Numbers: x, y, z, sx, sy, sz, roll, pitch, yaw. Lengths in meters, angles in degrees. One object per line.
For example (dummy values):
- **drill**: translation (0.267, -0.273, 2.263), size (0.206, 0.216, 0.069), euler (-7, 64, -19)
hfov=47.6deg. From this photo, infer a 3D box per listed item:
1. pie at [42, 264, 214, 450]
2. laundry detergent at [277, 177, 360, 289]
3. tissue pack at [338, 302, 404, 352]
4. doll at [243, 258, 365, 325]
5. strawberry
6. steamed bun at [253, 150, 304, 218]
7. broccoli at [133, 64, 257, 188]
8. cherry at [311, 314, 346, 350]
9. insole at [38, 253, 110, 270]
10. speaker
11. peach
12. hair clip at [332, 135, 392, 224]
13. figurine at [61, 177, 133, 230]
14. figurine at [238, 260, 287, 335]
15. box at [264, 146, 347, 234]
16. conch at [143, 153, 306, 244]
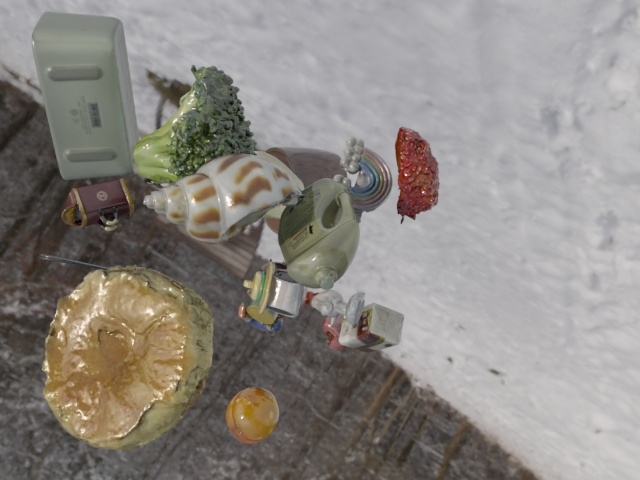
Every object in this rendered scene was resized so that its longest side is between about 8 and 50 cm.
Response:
- **pie**: translation (-0.343, 0.198, 1.257), size (0.339, 0.340, 0.083), euler (29, 178, 22)
- **laundry detergent**: translation (0.000, 0.000, 1.401), size (0.091, 0.181, 0.253), euler (38, -156, -31)
- **tissue pack**: translation (0.136, 0.238, 1.944), size (0.106, 0.099, 0.148), euler (23, 153, -22)
- **doll**: translation (-0.037, 0.137, 1.840), size (0.271, 0.144, 0.208), euler (15, -174, 34)
- **strawberry**: translation (0.214, -0.167, 1.599), size (0.097, 0.228, 0.174), euler (-2, -144, 7)
- **steamed bun**: translation (-0.180, -0.148, 2.051), size (0.200, 0.155, 0.250), euler (8, 158, 44)
- **broccoli**: translation (-0.240, -0.197, 1.576), size (0.272, 0.324, 0.334), euler (23, 150, 26)
- **cherry**: translation (0.055, 0.254, 2.087), size (0.086, 0.126, 0.106), euler (-6, 129, 44)
- **insole**: translation (-0.513, 0.066, 1.700), size (0.110, 0.012, 0.309), euler (8, 173, 36)
- **speaker**: translation (-0.568, -0.349, 1.796), size (0.184, 0.406, 0.183), euler (-2, -141, -5)
- **peach**: translation (-0.169, 0.439, 1.815), size (0.138, 0.138, 0.138), euler (30, 177, 2)
- **hair clip**: translation (0.093, -0.122, 1.688), size (0.140, 0.220, 0.054), euler (21, 169, -3)
- **figurine**: translation (-0.473, -0.061, 1.543), size (0.098, 0.154, 0.082), euler (56, 141, 19)
- **figurine**: translation (-0.148, 0.160, 2.326), size (0.161, 0.276, 0.158), euler (23, 147, -3)
- **box**: translation (-0.052, -0.167, 2.398), size (0.216, 0.301, 0.301), euler (-5, -163, -30)
- **conch**: translation (-0.177, -0.079, 1.334), size (0.149, 0.274, 0.183), euler (60, 155, 5)
